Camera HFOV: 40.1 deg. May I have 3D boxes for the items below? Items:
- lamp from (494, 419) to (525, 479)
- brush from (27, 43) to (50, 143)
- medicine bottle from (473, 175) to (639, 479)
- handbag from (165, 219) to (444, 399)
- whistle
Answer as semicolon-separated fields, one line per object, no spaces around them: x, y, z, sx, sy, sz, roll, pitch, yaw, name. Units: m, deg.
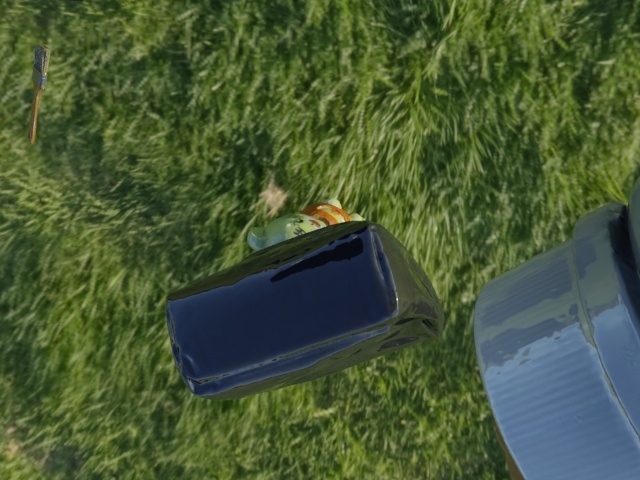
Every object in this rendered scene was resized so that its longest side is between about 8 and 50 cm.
0.385;0.252;1.258;0.305;0.239;0.305;1;86;-22;lamp
-0.464;-0.236;1.434;0.043;0.014;0.170;42;125;42;brush
0.277;0.053;0.550;0.306;0.245;0.245;-29;97;30;medicine bottle
-0.008;0.078;1.110;0.301;0.275;0.178;-22;79;18;handbag
0.000;0.000;1.354;0.131;0.288;0.106;35;119;19;whistle
